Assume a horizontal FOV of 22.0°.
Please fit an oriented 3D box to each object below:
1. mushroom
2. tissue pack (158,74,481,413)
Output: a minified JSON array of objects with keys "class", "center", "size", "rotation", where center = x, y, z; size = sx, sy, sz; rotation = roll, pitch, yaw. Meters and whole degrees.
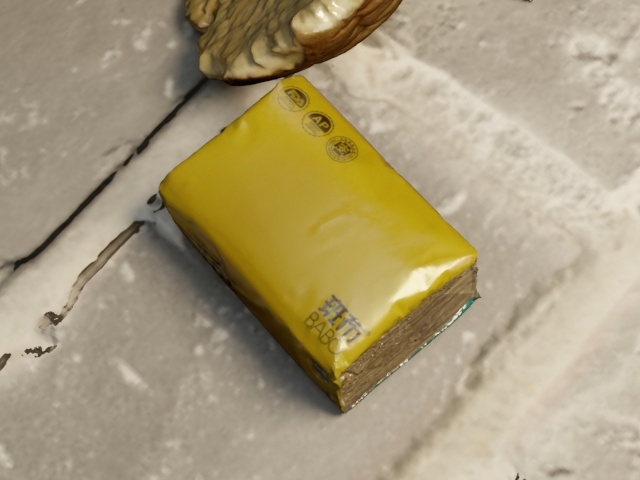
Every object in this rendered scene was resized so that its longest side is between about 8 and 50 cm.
[{"class":"mushroom","center":[-0.063,-0.197,0.982],"size":[0.302,0.233,0.208],"rotation":[-14,81,-41]},{"class":"tissue pack","center":[0.000,0.000,0.994],"size":[0.120,0.082,0.169],"rotation":[-39,70,-10]}]
